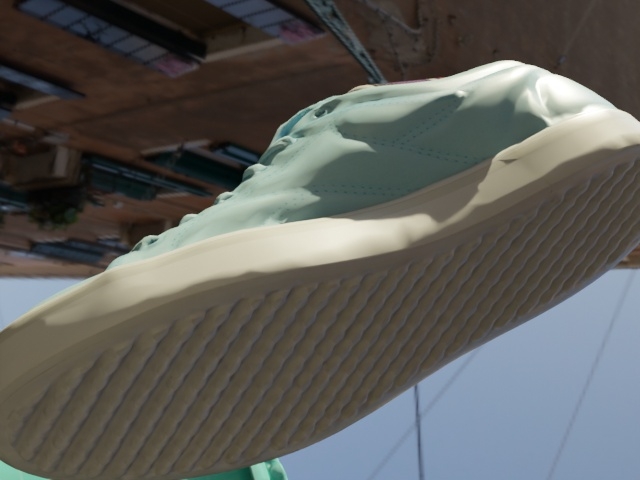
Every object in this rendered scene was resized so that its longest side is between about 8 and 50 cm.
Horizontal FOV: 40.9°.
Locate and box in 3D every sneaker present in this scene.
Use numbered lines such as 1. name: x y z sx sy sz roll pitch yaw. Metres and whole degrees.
1. sneaker: 0.000 0.000 0.452 0.150 0.365 0.135 51 -29 42

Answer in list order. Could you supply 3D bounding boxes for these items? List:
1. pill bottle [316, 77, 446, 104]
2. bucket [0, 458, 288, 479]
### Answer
1. pill bottle: 0.086 -0.133 1.016 0.108 0.193 0.108 26 -59 53
2. bucket: -0.109 0.222 0.547 0.281 0.183 0.281 54 -24 38
